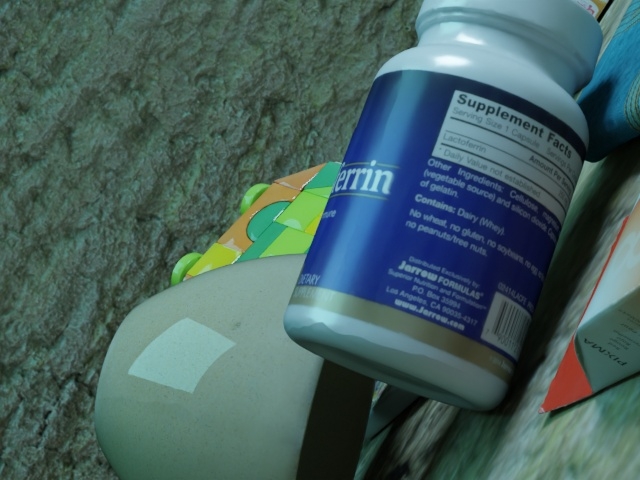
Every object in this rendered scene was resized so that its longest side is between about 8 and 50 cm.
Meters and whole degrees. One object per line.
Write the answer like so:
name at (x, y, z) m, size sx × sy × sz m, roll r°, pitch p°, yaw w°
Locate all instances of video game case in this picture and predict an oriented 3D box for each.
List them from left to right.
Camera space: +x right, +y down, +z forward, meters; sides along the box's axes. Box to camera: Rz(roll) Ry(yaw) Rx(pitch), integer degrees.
video game case at (0.112, 0.070, 1.032) m, size 0.206 × 0.026 × 0.227 m, roll -61°, pitch 2°, yaw -30°

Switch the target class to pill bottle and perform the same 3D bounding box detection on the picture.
pill bottle at (0.088, -0.034, 0.720) m, size 0.153 × 0.153 × 0.265 m, roll 128°, pitch 164°, yaw -79°

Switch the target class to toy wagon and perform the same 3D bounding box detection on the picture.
toy wagon at (0.000, 0.000, 1.162) m, size 0.267 × 0.068 × 0.344 m, roll 20°, pitch 60°, yaw 45°

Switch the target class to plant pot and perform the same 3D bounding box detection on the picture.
plant pot at (-0.073, 0.136, 0.899) m, size 0.284 × 0.190 × 0.284 m, roll 11°, pitch -90°, yaw -78°

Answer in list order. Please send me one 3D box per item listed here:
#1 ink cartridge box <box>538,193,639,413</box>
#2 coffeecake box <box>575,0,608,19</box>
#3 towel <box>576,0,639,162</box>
ink cartridge box at (0.158, 0.000, 0.539) m, size 0.145 × 0.045 × 0.179 m, roll -60°, pitch 4°, yaw -25°
coffeecake box at (0.325, -0.344, 1.212) m, size 0.185 × 0.068 × 0.142 m, roll -59°, pitch 1°, yaw 21°
towel at (0.269, -0.186, 0.638) m, size 0.271 × 0.040 × 0.370 m, roll -61°, pitch 3°, yaw -7°
